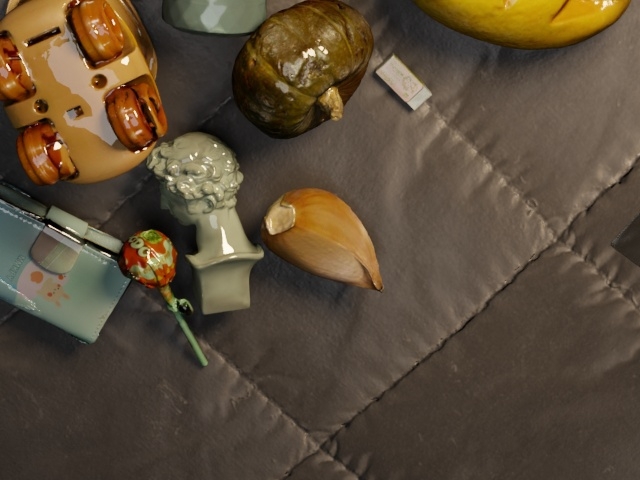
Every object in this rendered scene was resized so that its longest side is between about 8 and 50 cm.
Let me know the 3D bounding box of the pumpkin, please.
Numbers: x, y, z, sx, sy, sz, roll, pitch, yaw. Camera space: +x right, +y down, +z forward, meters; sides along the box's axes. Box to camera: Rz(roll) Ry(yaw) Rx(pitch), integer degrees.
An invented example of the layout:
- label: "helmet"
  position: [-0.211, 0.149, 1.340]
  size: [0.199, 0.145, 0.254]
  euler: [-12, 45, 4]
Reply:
- label: "pumpkin"
  position: [-0.016, -0.229, 1.861]
  size: [0.219, 0.219, 0.162]
  euler: [-46, 75, 16]

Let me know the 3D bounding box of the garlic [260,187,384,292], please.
- label: "garlic"
  position: [0.005, -0.008, 2.010]
  size: [0.206, 0.128, 0.115]
  euler: [32, 66, -20]

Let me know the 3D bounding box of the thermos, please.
- label: "thermos"
  position: [-0.146, -0.429, 1.826]
  size: [0.182, 0.145, 0.287]
  euler: [17, 113, 29]

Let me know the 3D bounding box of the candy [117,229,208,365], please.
- label: "candy"
  position: [-0.224, 0.099, 2.043]
  size: [0.084, 0.078, 0.288]
  euler: [-46, 137, -26]

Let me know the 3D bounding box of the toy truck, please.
- label: "toy truck"
  position: [-0.334, -0.226, 1.861]
  size: [0.204, 0.212, 0.288]
  euler: [-22, 107, 9]

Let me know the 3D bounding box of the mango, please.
- label: "mango"
  position: [0.259, -0.389, 1.829]
  size: [0.364, 0.182, 0.253]
  euler: [19, 108, -20]

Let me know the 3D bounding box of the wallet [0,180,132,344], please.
- label: "wallet"
  position: [-0.415, 0.036, 2.038]
  size: [0.250, 0.075, 0.176]
  euler: [29, 112, -13]

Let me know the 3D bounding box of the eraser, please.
- label: "eraser"
  position: [0.121, -0.229, 1.965]
  size: [0.083, 0.019, 0.038]
  euler: [43, 104, -16]

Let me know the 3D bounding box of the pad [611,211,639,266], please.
- label: "pad"
  position: [0.552, 0.017, 2.080]
  size: [0.193, 0.004, 0.116]
  euler: [36, 107, -13]

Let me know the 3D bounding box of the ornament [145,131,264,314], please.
- label: "ornament"
  position: [-0.156, -0.024, 1.994]
  size: [0.130, 0.120, 0.285]
  euler: [-23, 113, -12]
